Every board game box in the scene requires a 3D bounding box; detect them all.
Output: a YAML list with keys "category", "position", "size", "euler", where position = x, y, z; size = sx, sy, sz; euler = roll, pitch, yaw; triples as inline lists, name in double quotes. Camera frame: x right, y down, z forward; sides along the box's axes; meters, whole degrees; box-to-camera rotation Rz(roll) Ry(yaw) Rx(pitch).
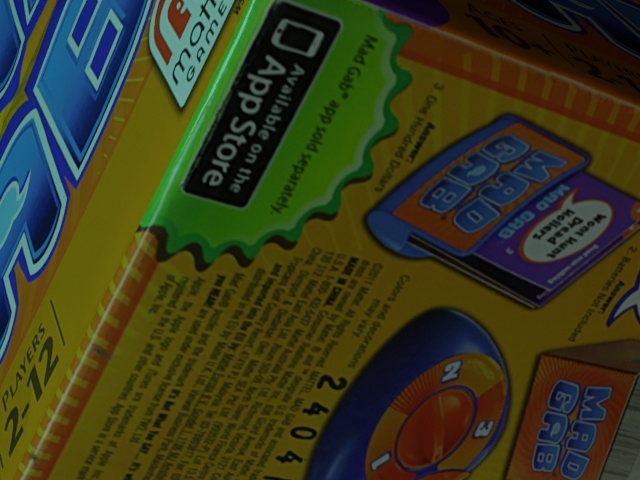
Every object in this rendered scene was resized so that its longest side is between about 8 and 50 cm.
- category: "board game box"
  position: [0.000, 0.000, 0.707]
  size: [0.356, 0.356, 0.356]
  euler: [16, 116, -29]
